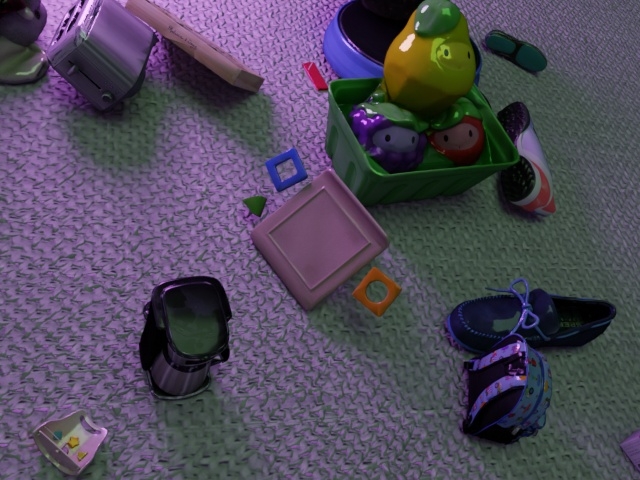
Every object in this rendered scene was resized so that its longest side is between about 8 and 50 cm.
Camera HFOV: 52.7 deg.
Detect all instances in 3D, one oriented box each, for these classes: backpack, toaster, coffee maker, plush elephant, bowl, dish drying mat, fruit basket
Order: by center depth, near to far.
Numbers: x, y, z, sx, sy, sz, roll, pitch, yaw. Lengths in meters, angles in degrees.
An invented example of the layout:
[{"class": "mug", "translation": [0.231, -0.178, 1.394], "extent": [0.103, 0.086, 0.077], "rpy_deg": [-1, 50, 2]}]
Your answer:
[{"class": "coffee maker", "translation": [-0.209, 0.126, 0.939], "extent": [0.120, 0.178, 0.171], "rpy_deg": [-31, 73, -36]}, {"class": "backpack", "translation": [0.325, 0.246, 1.082], "extent": [0.117, 0.173, 0.158], "rpy_deg": [19, 51, -9]}, {"class": "plush elephant", "translation": [-0.581, -0.437, 1.146], "extent": [0.256, 0.330, 0.271], "rpy_deg": [-6, 71, -52]}, {"class": "toaster", "translation": [-0.402, -0.362, 1.201], "extent": [0.146, 0.129, 0.226], "rpy_deg": [40, 41, -38]}, {"class": "fruit basket", "translation": [0.210, -0.261, 1.266], "extent": [0.393, 0.392, 0.282], "rpy_deg": [-9, 61, -28]}, {"class": "dish drying mat", "translation": [-0.011, -0.377, 1.480], "extent": [0.032, 0.008, 0.083], "rpy_deg": [-13, 63, -30]}, {"class": "bowl", "translation": [0.202, -0.455, 1.542], "extent": [0.392, 0.077, 0.390], "rpy_deg": [9, 47, -10]}]

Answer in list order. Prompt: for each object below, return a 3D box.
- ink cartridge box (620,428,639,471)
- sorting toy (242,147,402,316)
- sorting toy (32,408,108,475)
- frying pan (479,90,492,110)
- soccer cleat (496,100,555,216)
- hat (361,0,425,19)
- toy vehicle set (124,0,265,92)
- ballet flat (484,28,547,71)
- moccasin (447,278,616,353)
[{"class": "ink cartridge box", "translation": [0.631, 0.399, 1.144], "extent": [0.063, 0.109, 0.150], "rpy_deg": [-20, 67, -33]}, {"class": "sorting toy", "translation": [0.000, 0.000, 1.146], "extent": [0.196, 0.047, 0.347], "rpy_deg": [-40, 74, 6]}, {"class": "sorting toy", "translation": [-0.333, 0.270, 0.879], "extent": [0.083, 0.044, 0.075], "rpy_deg": [39, 44, 7]}, {"class": "frying pan", "translation": [0.254, -0.311, 1.517], "extent": [0.327, 0.053, 0.197], "rpy_deg": [-12, 59, -23]}, {"class": "soccer cleat", "translation": [0.475, -0.192, 1.510], "extent": [0.117, 0.109, 0.318], "rpy_deg": [30, 44, -30]}, {"class": "hat", "translation": [0.195, -0.608, 1.536], "extent": [0.332, 0.133, 0.331], "rpy_deg": [-2, 46, 2]}, {"class": "toy vehicle set", "translation": [-0.250, -0.398, 1.317], "extent": [0.267, 0.035, 0.166], "rpy_deg": [36, 13, 3]}, {"class": "ballet flat", "translation": [0.541, -0.531, 1.786], "extent": [0.189, 0.070, 0.070], "rpy_deg": [28, 51, -7]}, {"class": "moccasin", "translation": [0.404, 0.134, 1.228], "extent": [0.342, 0.116, 0.137], "rpy_deg": [-2, 58, -24]}]
